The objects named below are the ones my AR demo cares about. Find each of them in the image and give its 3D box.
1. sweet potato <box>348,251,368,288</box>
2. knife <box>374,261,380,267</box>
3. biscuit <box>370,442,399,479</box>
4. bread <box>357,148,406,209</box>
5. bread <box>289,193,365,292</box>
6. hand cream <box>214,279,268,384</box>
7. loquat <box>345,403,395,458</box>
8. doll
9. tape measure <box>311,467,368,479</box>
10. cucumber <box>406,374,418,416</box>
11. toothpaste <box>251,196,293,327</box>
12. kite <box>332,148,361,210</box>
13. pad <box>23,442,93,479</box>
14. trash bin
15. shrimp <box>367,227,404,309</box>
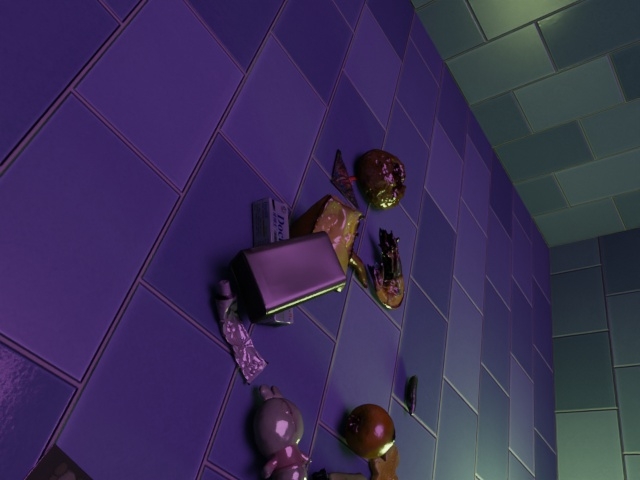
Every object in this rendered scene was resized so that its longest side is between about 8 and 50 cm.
[{"bbox_3d":[0.109,0.074,1.867,0.214,0.050,0.050,53,39,-33],"label":"sweet potato"},{"bbox_3d":[0.219,0.098,2.046,0.091,0.005,0.014,33,50,-45],"label":"knife"},{"bbox_3d":[0.191,0.719,1.727,0.153,0.030,0.234,54,38,-28],"label":"biscuit"},{"bbox_3d":[0.233,-0.230,2.098,0.230,0.123,0.230,31,50,-46],"label":"bread"},{"bbox_3d":[0.000,0.000,1.646,0.204,0.163,0.262,26,79,-49],"label":"bread"},{"bbox_3d":[-0.198,0.214,1.370,0.084,0.050,0.257,-41,117,-52],"label":"hand cream"},{"bbox_3d":[0.140,0.543,1.635,0.163,0.137,0.163,-2,94,-43],"label":"loquat"},{"bbox_3d":[-0.089,0.479,1.354,0.155,0.113,0.275,14,66,-49],"label":"doll"},{"bbox_3d":[0.070,0.692,1.503,0.200,0.106,0.175,27,42,-49],"label":"tape measure"},{"bbox_3d":[0.312,0.534,1.972,0.037,0.037,0.155,45,42,-35],"label":"cucumber"},{"bbox_3d":[-0.128,0.056,1.518,0.081,0.067,0.336,20,61,-53],"label":"toothpaste"},{"bbox_3d":[0.088,-0.205,1.982,0.189,0.009,0.232,-20,94,-57],"label":"kite"},{"bbox_3d":[-0.432,0.457,0.973,0.190,0.004,0.127,58,37,-23],"label":"pad"},{"bbox_3d":[-0.079,0.081,1.412,0.240,0.122,0.164,-18,79,-31],"label":"trash bin"},{"bbox_3d":[0.223,0.109,1.994,0.178,0.075,0.289,-31,118,-51],"label":"shrimp"}]
